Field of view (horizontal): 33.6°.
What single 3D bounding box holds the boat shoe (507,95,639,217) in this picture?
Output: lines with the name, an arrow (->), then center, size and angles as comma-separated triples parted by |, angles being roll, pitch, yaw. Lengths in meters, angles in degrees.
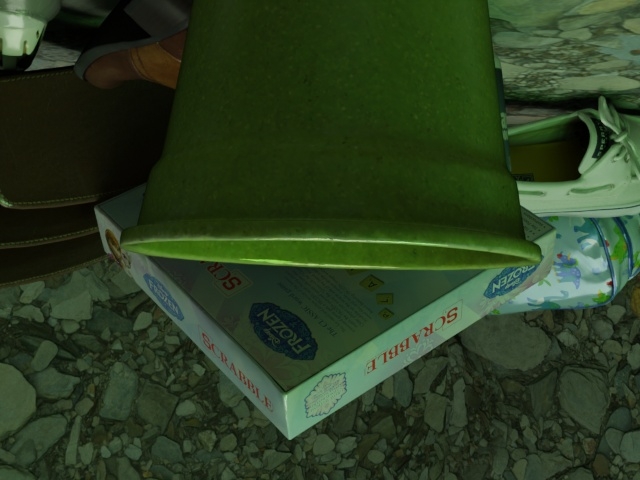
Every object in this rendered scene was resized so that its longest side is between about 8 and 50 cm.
boat shoe -> 0.337, -0.115, 1.321 | 0.367, 0.135, 0.156 | -6, 159, -12

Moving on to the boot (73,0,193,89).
boot -> -0.064, -0.121, 0.941 | 0.280, 0.096, 0.264 | 38, 149, -19

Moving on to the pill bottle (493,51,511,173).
pill bottle -> 0.111, -0.120, 0.949 | 0.108, 0.180, 0.108 | -6, -178, 0

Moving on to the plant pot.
plant pot -> 0.011, -0.114, 0.712 | 0.276, 0.253, 0.276 | 2, 176, 0

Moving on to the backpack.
backpack -> 0.323, -0.019, 1.603 | 0.356, 0.290, 0.273 | -9, -157, 16

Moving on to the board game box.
board game box -> 0.000, 0.000, 1.022 | 0.318, 0.065, 0.319 | -28, -134, -26

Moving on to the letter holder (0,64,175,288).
letter holder -> -0.249, -0.070, 1.099 | 0.152, 0.214, 0.302 | -3, -169, 41

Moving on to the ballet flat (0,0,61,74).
ballet flat -> -0.281, -0.195, 0.978 | 0.072, 0.068, 0.213 | 5, 174, -19
